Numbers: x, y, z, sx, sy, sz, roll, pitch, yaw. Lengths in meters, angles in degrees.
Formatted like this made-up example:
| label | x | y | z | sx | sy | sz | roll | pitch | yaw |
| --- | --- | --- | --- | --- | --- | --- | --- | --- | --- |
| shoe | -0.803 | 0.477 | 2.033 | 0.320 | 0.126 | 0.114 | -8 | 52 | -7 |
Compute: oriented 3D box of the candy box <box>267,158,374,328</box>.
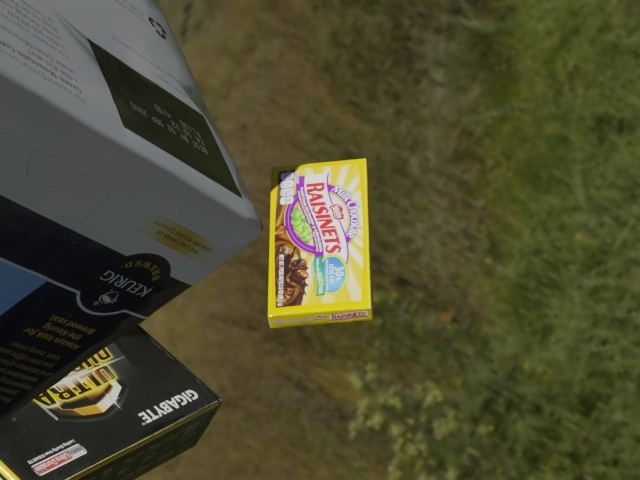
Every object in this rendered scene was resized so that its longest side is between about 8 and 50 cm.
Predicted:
| label | x | y | z | sx | sy | sz | roll | pitch | yaw |
| --- | --- | --- | --- | --- | --- | --- | --- | --- | --- |
| candy box | 0.000 | 0.000 | 1.498 | 0.027 | 0.105 | 0.206 | 82 | -175 | -49 |

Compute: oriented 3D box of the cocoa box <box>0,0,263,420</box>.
| label | x | y | z | sx | sy | sz | roll | pitch | yaw |
| --- | --- | --- | --- | --- | --- | --- | --- | --- | --- |
| cocoa box | -0.245 | -0.077 | 0.835 | 0.228 | 0.347 | 0.231 | -36 | 57 | 15 |

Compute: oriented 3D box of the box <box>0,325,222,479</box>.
| label | x | y | z | sx | sy | sz | roll | pitch | yaw |
| --- | --- | --- | --- | --- | --- | --- | --- | --- | --- |
| box | -0.288 | 0.149 | 1.478 | 0.322 | 0.257 | 0.079 | -20 | -36 | -59 |
